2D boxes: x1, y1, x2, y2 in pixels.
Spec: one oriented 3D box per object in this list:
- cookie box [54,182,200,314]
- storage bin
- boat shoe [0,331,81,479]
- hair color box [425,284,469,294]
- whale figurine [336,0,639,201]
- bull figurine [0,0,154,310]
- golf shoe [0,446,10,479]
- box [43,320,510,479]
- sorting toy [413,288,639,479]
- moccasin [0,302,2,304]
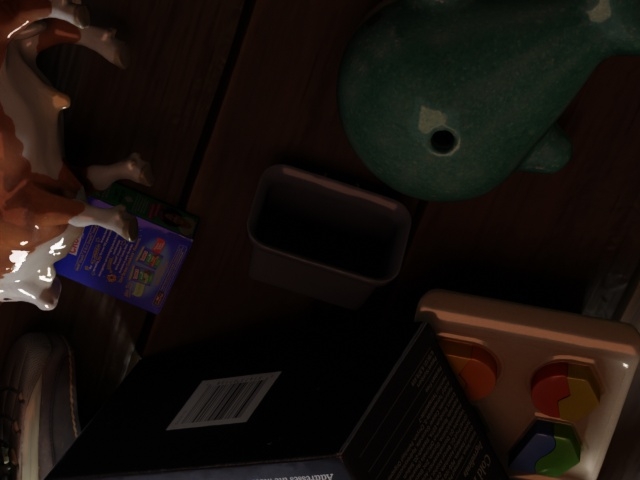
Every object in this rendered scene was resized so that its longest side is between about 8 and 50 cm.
[{"bbox_3d":[-0.175,0.003,1.536,0.107,0.040,0.092,23,120,-8],"label":"cookie box"},{"bbox_3d":[0.000,0.000,1.491,0.135,0.098,0.091,18,150,-4],"label":"storage bin"},{"bbox_3d":[-0.239,0.240,1.658,0.130,0.132,0.355,-7,121,-19],"label":"boat shoe"},{"bbox_3d":[0.157,0.090,1.530,0.141,0.072,0.043,14,123,-3],"label":"hair color box"},{"bbox_3d":[0.142,-0.131,1.355,0.272,0.141,0.216,-24,115,19],"label":"whale figurine"},{"bbox_3d":[-0.243,-0.075,1.439,0.188,0.101,0.310,-5,112,20],"label":"bull figurine"},{"bbox_3d":[-0.363,0.265,1.632,0.120,0.105,0.273,-11,157,-22],"label":"golf shoe"},{"bbox_3d":[-0.009,0.261,1.524,0.343,0.179,0.312,-11,120,38],"label":"box"},{"bbox_3d":[0.164,0.144,1.498,0.193,0.038,0.208,10,129,2],"label":"sorting toy"},{"bbox_3d":[-0.368,0.034,1.535,0.147,0.139,0.380,3,113,15],"label":"moccasin"}]
